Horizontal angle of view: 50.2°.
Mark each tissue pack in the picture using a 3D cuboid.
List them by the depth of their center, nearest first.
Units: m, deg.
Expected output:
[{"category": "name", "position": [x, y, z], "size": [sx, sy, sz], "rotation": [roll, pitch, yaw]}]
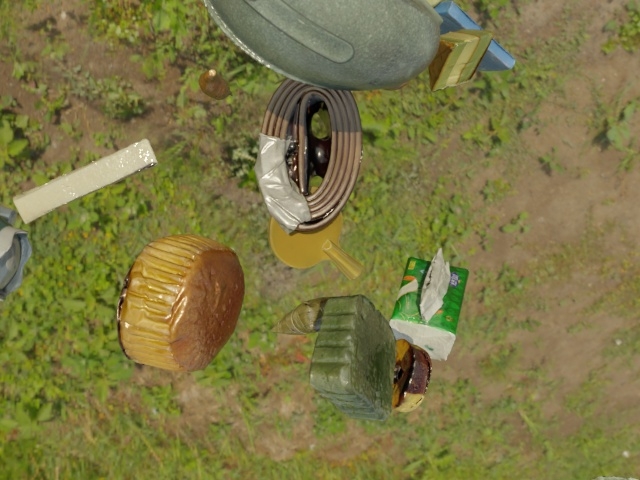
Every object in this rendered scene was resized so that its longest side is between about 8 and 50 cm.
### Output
[{"category": "tissue pack", "position": [0.246, 0.133, 1.546], "size": [0.148, 0.209, 0.156], "rotation": [16, 134, 9]}]

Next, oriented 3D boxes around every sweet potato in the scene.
[{"category": "sweet potato", "position": [-0.281, -0.413, 1.860], "size": [0.066, 0.314, 0.072], "rotation": [-5, 91, 5]}]

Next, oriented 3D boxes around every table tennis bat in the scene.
[{"category": "table tennis bat", "position": [0.000, 0.000, 1.651], "size": [0.321, 0.050, 0.198], "rotation": [42, 81, -37]}]

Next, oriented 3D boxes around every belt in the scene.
[{"category": "belt", "position": [-0.025, -0.180, 1.423], "size": [0.217, 0.338, 0.122], "rotation": [5, 174, -4]}]

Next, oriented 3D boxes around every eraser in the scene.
[{"category": "eraser", "position": [0.429, -0.593, 2.013], "size": [0.312, 0.144, 0.042], "rotation": [28, 84, -34]}]

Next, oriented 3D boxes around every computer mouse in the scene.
[{"category": "computer mouse", "position": [-0.001, -0.317, 0.953], "size": [0.374, 0.114, 0.203], "rotation": [20, 143, -16]}]

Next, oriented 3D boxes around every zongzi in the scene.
[{"category": "zongzi", "position": [-0.009, 0.192, 1.716], "size": [0.189, 0.081, 0.178], "rotation": [-8, 166, -39]}]

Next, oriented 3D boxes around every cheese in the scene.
[{"category": "cheese", "position": [-0.636, -0.162, 1.852], "size": [0.400, 0.034, 0.085], "rotation": [-25, 93, -2]}]

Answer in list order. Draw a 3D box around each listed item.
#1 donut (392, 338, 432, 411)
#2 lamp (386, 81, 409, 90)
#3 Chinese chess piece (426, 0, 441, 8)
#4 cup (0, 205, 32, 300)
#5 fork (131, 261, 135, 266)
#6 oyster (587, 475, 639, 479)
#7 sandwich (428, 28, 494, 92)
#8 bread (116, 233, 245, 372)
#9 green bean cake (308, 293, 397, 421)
[{"category": "donut", "position": [0.159, 0.260, 1.293], "size": [0.059, 0.140, 0.140], "rotation": [21, 122, -20]}, {"category": "lamp", "position": [0.208, -0.504, 1.994], "size": [0.136, 0.136, 0.136], "rotation": [-11, 135, -12]}, {"category": "Chinese chess piece", "position": [0.139, -0.533, 1.268], "size": [0.250, 0.250, 0.101], "rotation": [23, 164, -37]}, {"category": "cup", "position": [-0.525, 0.012, 0.990], "size": [0.173, 0.299, 0.167], "rotation": [16, 114, -2]}, {"category": "fork", "position": [-0.448, 0.105, 1.890], "size": [0.039, 0.021, 0.235], "rotation": [-57, 145, -10]}, {"category": "oyster", "position": [0.441, 0.542, 1.138], "size": [0.158, 0.162, 0.350], "rotation": [-15, 129, -45]}, {"category": "sandwich", "position": [0.341, -0.427, 1.648], "size": [0.117, 0.187, 0.144], "rotation": [-18, 113, -6]}, {"category": "bread", "position": [-0.177, 0.084, 0.922], "size": [0.104, 0.199, 0.199], "rotation": [11, 138, 18]}, {"category": "green bean cake", "position": [0.063, 0.208, 1.216], "size": [0.094, 0.185, 0.183], "rotation": [-6, 146, 32]}]
